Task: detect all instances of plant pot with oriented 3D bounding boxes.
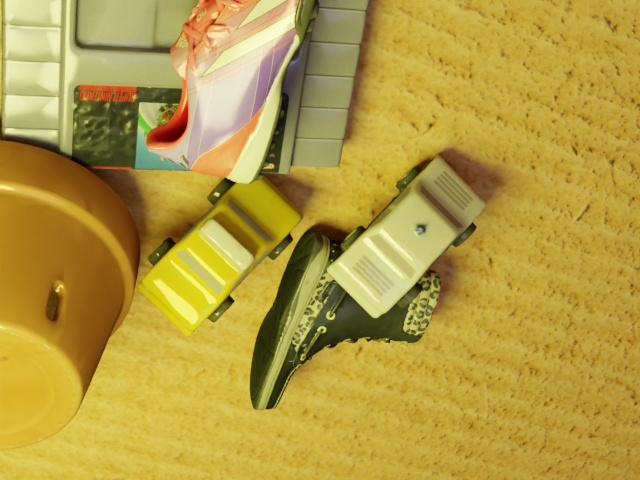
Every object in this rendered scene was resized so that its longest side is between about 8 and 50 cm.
[{"bbox_3d":[-0.333,0.073,1.207,0.291,0.203,0.291,-2,134,-2],"label":"plant pot"}]

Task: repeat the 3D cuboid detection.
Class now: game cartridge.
[{"bbox_3d":[-0.137,-0.176,1.204,0.355,0.068,0.230,1,120,-14],"label":"game cartridge"}]

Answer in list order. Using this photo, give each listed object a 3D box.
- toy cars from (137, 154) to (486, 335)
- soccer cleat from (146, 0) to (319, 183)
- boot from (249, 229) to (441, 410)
[{"bbox_3d":[0.000,0.000,1.288,0.394,0.087,0.176,-5,85,-10],"label":"toy cars"},{"bbox_3d":[-0.075,-0.197,1.109,0.116,0.108,0.318,10,123,-14],"label":"soccer cleat"},{"bbox_3d":[0.026,0.113,1.416,0.179,0.085,0.236,14,113,-20],"label":"boot"}]
